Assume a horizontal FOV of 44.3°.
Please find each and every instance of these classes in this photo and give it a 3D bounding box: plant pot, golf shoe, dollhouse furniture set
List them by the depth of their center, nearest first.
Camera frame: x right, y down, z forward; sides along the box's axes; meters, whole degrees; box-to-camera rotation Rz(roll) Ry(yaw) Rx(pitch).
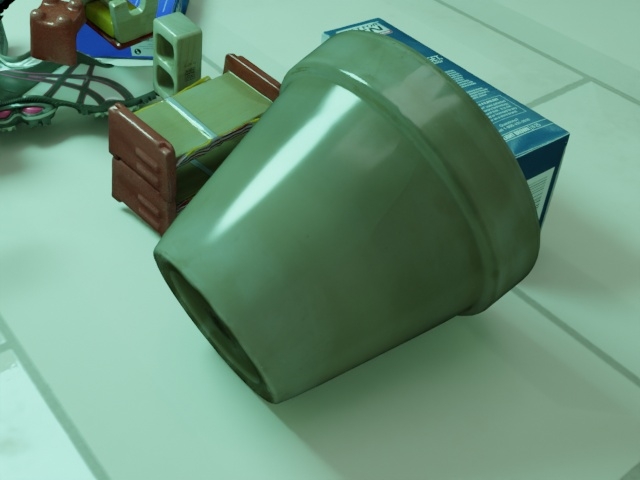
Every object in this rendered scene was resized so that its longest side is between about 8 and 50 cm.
[{"bbox_3d":[0.000,0.000,0.785,0.280,0.323,0.323,-38,54,-17],"label":"plant pot"},{"bbox_3d":[-0.238,-0.193,1.031,0.374,0.152,0.201,40,52,24],"label":"dollhouse furniture set"},{"bbox_3d":[-0.344,-0.233,1.119,0.273,0.120,0.105,-13,19,-21],"label":"golf shoe"}]

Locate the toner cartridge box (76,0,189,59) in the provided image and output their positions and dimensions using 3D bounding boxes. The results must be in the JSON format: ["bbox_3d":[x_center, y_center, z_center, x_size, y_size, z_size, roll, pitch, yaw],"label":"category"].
[{"bbox_3d":[-0.324,-0.441,1.406,0.165,0.075,0.347,3,41,-2],"label":"toner cartridge box"}]

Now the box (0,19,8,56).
[{"bbox_3d":[-0.610,-0.311,1.197,0.233,0.126,0.148,-8,43,-13],"label":"box"}]

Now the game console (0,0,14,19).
[{"bbox_3d":[-0.432,-0.305,1.044,0.361,0.044,0.213,-43,35,-6],"label":"game console"}]

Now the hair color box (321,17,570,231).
[{"bbox_3d":[0.138,-0.136,1.014,0.105,0.173,0.347,-24,48,-29],"label":"hair color box"}]
